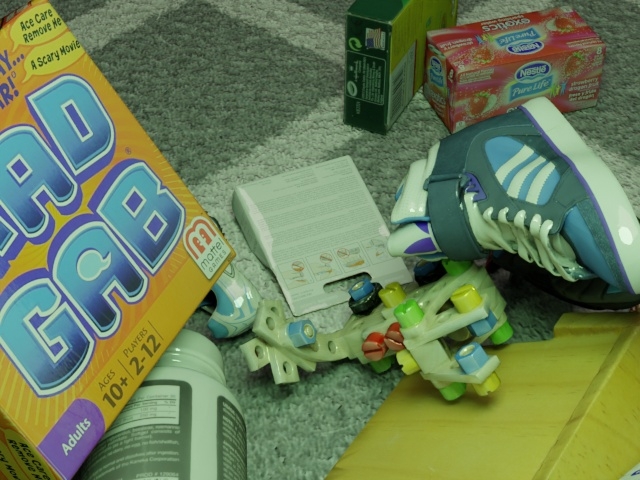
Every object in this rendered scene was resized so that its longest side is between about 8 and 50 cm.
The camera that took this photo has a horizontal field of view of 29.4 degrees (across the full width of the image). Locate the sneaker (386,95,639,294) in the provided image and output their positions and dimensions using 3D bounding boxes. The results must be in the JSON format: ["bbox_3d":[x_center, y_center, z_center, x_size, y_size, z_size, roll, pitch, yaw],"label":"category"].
[{"bbox_3d":[0.193,-0.009,1.287,0.236,0.130,0.323,-29,38,6],"label":"sneaker"}]

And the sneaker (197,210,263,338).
[{"bbox_3d":[-0.150,0.037,1.593,0.086,0.085,0.237,-22,42,-13],"label":"sneaker"}]

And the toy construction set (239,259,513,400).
[{"bbox_3d":[0.079,0.108,1.419,0.327,0.151,0.215,-7,28,30],"label":"toy construction set"}]

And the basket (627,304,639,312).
[{"bbox_3d":[0.520,0.095,1.455,0.213,0.223,0.299,2,49,53],"label":"basket"}]

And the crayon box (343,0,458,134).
[{"bbox_3d":[0.135,-0.339,1.938,0.081,0.202,0.318,17,43,19],"label":"crayon box"}]

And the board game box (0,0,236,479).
[{"bbox_3d":[-0.386,0.028,1.291,0.356,0.357,0.356,-17,27,39],"label":"board game box"}]

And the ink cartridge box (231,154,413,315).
[{"bbox_3d":[0.000,0.000,1.675,0.181,0.056,0.225,-16,62,-18],"label":"ink cartridge box"}]

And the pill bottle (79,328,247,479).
[{"bbox_3d":[-0.164,0.245,1.277,0.176,0.176,0.319,-2,41,-3],"label":"pill bottle"}]

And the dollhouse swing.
[{"bbox_3d":[0.232,0.284,1.322,0.315,0.305,0.347,50,49,-8],"label":"dollhouse swing"}]

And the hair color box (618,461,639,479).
[{"bbox_3d":[0.377,0.240,1.128,0.338,0.185,0.110,-23,86,-40],"label":"hair color box"}]

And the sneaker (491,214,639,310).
[{"bbox_3d":[0.329,0.022,1.441,0.139,0.125,0.341,29,1,-14],"label":"sneaker"}]

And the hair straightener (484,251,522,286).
[{"bbox_3d":[0.330,0.003,1.667,0.230,0.047,0.089,-28,48,-34],"label":"hair straightener"}]

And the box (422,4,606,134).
[{"bbox_3d":[0.301,-0.269,1.914,0.256,0.123,0.128,-12,43,-14],"label":"box"}]
